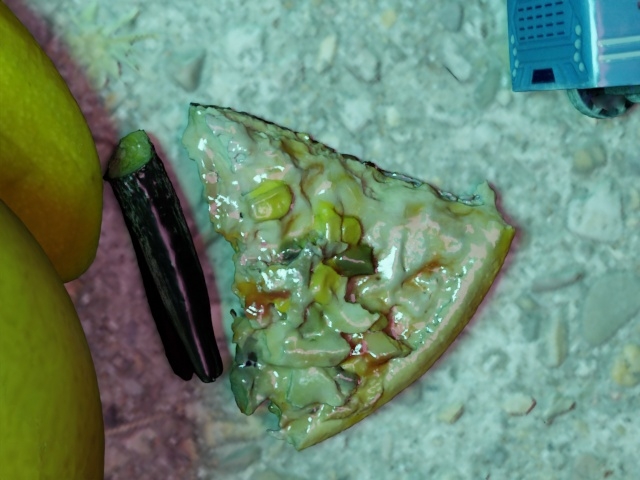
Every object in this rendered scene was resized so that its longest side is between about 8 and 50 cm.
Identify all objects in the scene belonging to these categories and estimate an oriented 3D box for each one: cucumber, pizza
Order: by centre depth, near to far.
[{"bbox_3d":[-0.078,0.009,0.897,0.034,0.033,0.135,-36,113,-45],"label":"cucumber"},{"bbox_3d":[0.000,0.000,0.913,0.185,0.052,0.195,-46,109,-10],"label":"pizza"}]

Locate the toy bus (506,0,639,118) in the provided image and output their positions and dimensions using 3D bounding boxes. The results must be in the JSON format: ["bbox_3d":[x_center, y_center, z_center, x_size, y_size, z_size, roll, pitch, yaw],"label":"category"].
[{"bbox_3d":[0.227,-0.139,0.933,0.246,0.113,0.134,-9,96,-16],"label":"toy bus"}]

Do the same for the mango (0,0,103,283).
[{"bbox_3d":[-0.231,-0.068,0.788,0.316,0.119,0.177,26,88,-27],"label":"mango"}]

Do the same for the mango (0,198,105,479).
[{"bbox_3d":[-0.223,0.117,0.732,0.263,0.221,0.378,4,121,-26],"label":"mango"}]
